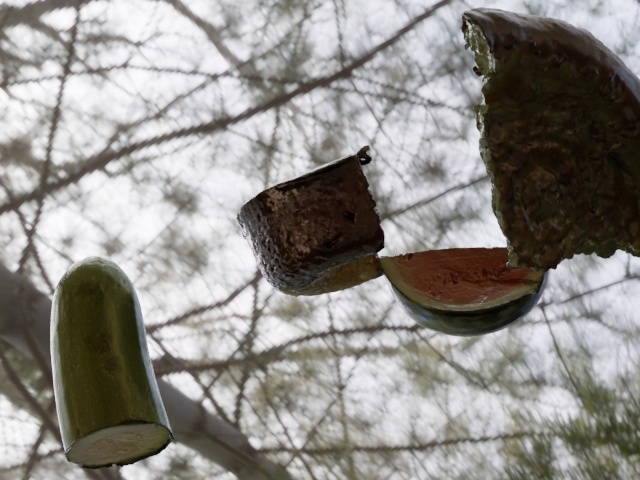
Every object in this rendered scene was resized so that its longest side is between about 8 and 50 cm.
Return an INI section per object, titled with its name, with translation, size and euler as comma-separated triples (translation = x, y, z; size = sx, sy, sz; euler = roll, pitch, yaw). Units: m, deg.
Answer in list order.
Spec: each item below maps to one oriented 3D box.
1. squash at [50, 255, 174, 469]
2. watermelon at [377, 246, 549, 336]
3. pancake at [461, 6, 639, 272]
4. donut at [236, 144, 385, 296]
[squash]
translation = -0.196, 0.097, 1.111
size = 0.095, 0.095, 0.188
euler = -22, -117, 10
[watermelon]
translation = 0.136, 0.055, 1.183
size = 0.163, 0.069, 0.087
euler = -4, -80, 9
[pancake]
translation = 0.215, -0.054, 1.025
size = 0.197, 0.376, 0.054
euler = -56, -149, -10
[donut]
translation = 0.000, 0.000, 1.203
size = 0.141, 0.217, 0.085
euler = -19, -104, 2
